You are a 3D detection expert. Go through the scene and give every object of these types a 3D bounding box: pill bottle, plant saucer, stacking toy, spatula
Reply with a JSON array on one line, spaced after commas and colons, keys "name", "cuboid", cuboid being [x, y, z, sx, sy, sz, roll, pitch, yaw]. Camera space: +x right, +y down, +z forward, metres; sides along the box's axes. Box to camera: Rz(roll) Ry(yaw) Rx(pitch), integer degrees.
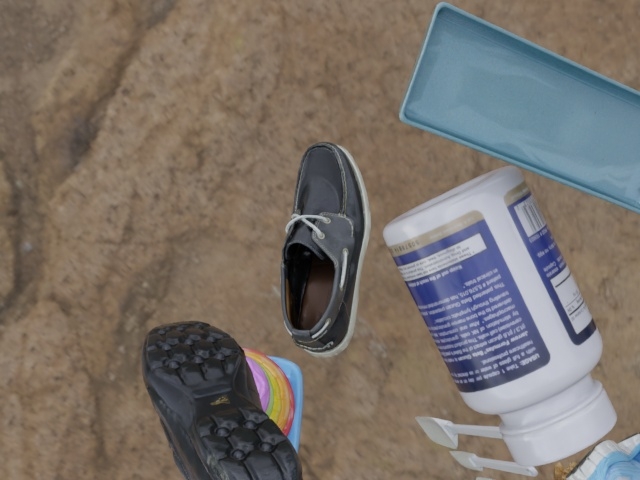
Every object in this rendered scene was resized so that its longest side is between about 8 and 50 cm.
[{"name": "pill bottle", "cuboid": [0.114, 0.048, 0.712, 0.094, 0.094, 0.169, -26, 92, 3]}, {"name": "plant saucer", "cuboid": [0.128, -0.070, 0.655, 0.018, 0.192, 0.067, 22, 94, 60]}, {"name": "stacking toy", "cuboid": [-0.117, 0.202, 1.474, 0.175, 0.302, 0.165, 3, 76, 3]}, {"name": "spatula", "cuboid": [0.220, 0.291, 1.507, 0.019, 0.242, 0.168, -40, 97, -18]}]

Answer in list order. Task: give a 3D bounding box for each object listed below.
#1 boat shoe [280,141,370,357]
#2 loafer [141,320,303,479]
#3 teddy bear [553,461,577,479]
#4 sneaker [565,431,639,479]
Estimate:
[{"name": "boat shoe", "cuboid": [0.000, 0.000, 1.202, 0.084, 0.079, 0.233, -6, 69, 27]}, {"name": "loafer", "cuboid": [-0.072, 0.127, 0.778, 0.076, 0.078, 0.223, -9, 28, -20]}, {"name": "teddy bear", "cuboid": [0.293, 0.391, 1.145, 0.113, 0.245, 0.338, -1, 74, 5]}, {"name": "sneaker", "cuboid": [0.283, 0.219, 1.039, 0.073, 0.162, 0.063, 51, 120, 28]}]
